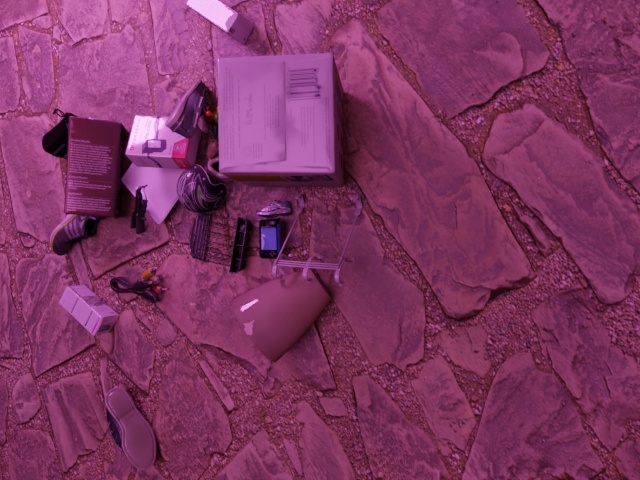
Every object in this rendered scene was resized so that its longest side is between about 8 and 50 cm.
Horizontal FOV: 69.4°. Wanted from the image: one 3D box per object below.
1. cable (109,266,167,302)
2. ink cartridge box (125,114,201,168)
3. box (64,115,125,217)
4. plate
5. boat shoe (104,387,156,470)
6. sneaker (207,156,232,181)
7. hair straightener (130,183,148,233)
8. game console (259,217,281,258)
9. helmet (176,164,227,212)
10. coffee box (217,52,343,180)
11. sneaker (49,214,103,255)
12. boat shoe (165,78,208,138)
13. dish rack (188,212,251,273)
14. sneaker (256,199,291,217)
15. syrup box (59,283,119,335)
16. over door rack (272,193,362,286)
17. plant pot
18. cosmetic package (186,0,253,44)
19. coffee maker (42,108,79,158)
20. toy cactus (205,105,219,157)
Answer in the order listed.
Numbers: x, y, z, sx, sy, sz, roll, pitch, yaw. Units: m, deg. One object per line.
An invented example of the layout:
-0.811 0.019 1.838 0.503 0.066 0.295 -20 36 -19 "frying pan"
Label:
-0.739 0.191 1.892 0.286 0.072 0.140 -10 103 33 "cable"
-0.590 -0.370 1.745 0.236 0.100 0.172 4 73 7 "ink cartridge box"
-0.904 -0.287 1.858 0.190 0.143 0.382 5 93 -15 "box"
-0.635 -0.253 1.843 0.277 0.045 0.278 46 105 16 "plate"
-0.775 0.763 1.863 0.340 0.127 0.113 55 137 5 "boat shoe"
-0.301 -0.266 1.676 0.251 0.111 0.103 -8 87 21 "sneaker"
-0.700 -0.117 1.826 0.089 0.047 0.231 38 123 21 "hair straightener"
-0.179 -0.007 1.641 0.123 0.085 0.144 -1 89 21 "game console"
-0.444 -0.186 1.691 0.169 0.161 0.170 -7 79 36 "helmet"
-0.105 -0.352 1.450 0.337 0.334 0.339 0 89 8 "coffee box"
-1.040 -0.039 1.971 0.121 0.111 0.300 45 107 12 "sneaker"
-0.470 -0.480 1.692 0.116 0.320 0.099 -35 121 31 "boat shoe"
-0.387 -0.002 1.729 0.271 0.074 0.209 11 93 21 "dish rack"
-0.168 -0.115 1.662 0.135 0.052 0.058 -6 78 14 "sneaker"
-0.975 0.290 1.948 0.236 0.093 0.096 35 102 18 "syrup box"
0.000 0.000 1.524 0.239 0.108 0.325 3 57 21 "over door rack"
-0.110 0.219 1.547 0.273 0.256 0.257 -36 77 1 "plant pot"
-0.370 -0.830 1.703 0.231 0.117 0.086 37 104 17 "cosmetic package"
-1.095 -0.453 1.962 0.178 0.120 0.171 -31 123 18 "coffee maker"
-0.378 -0.381 1.709 0.219 0.112 0.181 54 125 22 "toy cactus"
